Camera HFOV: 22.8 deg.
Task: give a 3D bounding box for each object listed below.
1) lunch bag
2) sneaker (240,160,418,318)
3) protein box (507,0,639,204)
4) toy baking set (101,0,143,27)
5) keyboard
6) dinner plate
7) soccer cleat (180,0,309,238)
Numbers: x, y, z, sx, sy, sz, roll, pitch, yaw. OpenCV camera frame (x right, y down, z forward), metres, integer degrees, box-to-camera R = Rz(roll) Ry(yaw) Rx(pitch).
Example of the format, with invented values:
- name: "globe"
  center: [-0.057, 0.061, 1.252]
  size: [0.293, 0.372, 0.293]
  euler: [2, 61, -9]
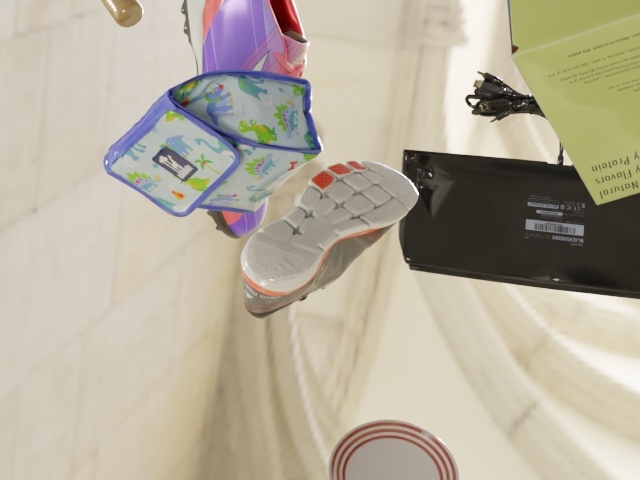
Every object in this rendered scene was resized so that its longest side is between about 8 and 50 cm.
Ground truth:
- name: "lunch bag"
  center: [-0.095, -0.085, 1.370]
  size: [0.151, 0.096, 0.129]
  euler: [7, 150, -33]
- name: "sneaker"
  center: [0.000, 0.000, 1.072]
  size: [0.158, 0.065, 0.061]
  euler: [-32, -115, -35]
- name: "protein box"
  center: [0.280, -0.163, 1.296]
  size: [0.200, 0.201, 0.136]
  euler: [-17, -132, 22]
- name: "toy baking set"
  center: [-0.108, -0.220, 0.852]
  size: [0.030, 0.197, 0.256]
  euler: [-9, -125, -35]
- name: "keyboard"
  center: [0.227, -0.053, 1.496]
  size: [0.317, 0.201, 0.033]
  euler: [7, -168, 20]
- name: "dinner plate"
  center: [0.078, 0.253, 1.693]
  size: [0.141, 0.017, 0.141]
  euler: [4, -132, -5]
- name: "soccer cleat"
  center: [-0.065, -0.151, 1.558]
  size: [0.116, 0.318, 0.108]
  euler: [2, -161, 14]
